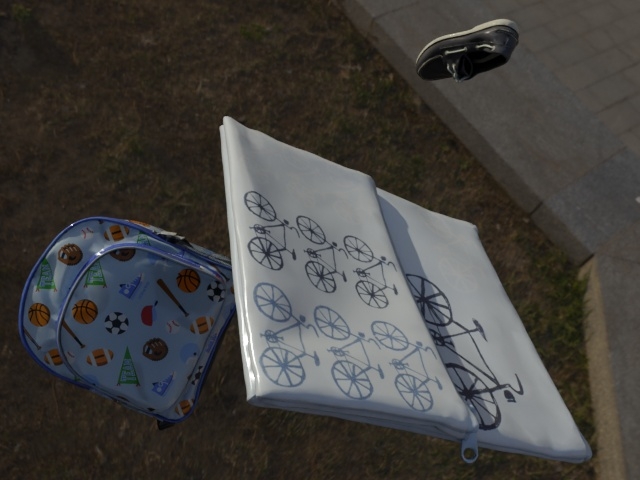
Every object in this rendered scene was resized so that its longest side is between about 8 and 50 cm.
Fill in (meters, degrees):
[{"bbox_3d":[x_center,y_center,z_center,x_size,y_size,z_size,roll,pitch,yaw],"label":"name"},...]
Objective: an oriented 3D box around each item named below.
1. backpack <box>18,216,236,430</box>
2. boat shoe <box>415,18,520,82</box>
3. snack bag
[{"bbox_3d":[-0.256,0.096,0.860,0.263,0.213,0.277,24,80,-7],"label":"backpack"},{"bbox_3d":[0.234,-0.300,1.071,0.075,0.206,0.065,27,68,-33],"label":"boat shoe"},{"bbox_3d":[0.073,0.040,0.571,0.342,0.037,0.323,20,34,-27],"label":"snack bag"}]
